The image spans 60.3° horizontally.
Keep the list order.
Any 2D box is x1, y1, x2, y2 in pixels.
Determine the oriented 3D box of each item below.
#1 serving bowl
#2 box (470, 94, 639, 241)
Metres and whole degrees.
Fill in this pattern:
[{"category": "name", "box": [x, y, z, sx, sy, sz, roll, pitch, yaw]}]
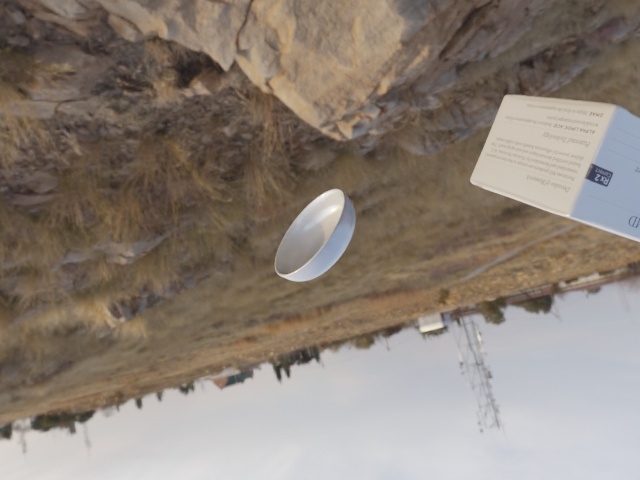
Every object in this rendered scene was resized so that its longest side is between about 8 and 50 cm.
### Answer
[{"category": "serving bowl", "box": [0.000, 0.000, 0.441, 0.027, 0.083, 0.083, 38, 144, -23]}, {"category": "box", "box": [0.312, -0.081, 0.645, 0.181, 0.119, 0.182, 14, -168, -23]}]
